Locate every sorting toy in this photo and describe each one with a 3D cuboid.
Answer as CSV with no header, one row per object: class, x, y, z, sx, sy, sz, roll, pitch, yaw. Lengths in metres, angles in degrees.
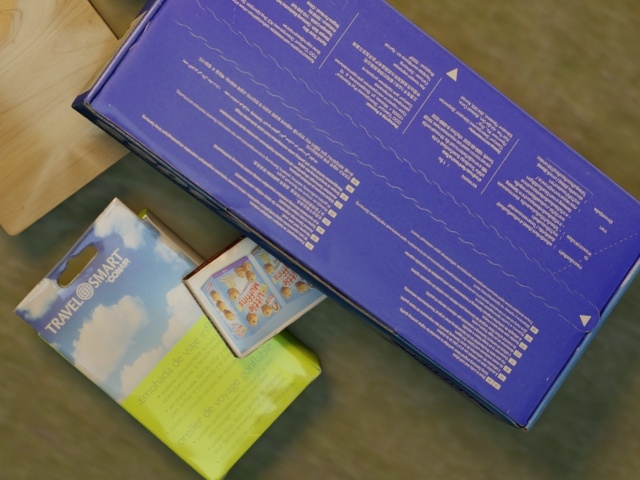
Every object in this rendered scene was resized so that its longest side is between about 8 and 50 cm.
sorting toy,-0.192,-0.090,1.249,0.274,0.046,0.132,-36,99,5

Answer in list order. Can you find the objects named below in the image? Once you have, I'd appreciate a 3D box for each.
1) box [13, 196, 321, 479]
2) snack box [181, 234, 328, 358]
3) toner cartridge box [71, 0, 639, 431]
box,-0.100,0.064,1.282,0.178,0.042,0.109,42,96,-8
snack box,0.000,0.000,1.259,0.178,0.022,0.064,-36,99,-10
toner cartridge box,0.033,-0.046,1.215,0.348,0.075,0.165,37,84,-13
